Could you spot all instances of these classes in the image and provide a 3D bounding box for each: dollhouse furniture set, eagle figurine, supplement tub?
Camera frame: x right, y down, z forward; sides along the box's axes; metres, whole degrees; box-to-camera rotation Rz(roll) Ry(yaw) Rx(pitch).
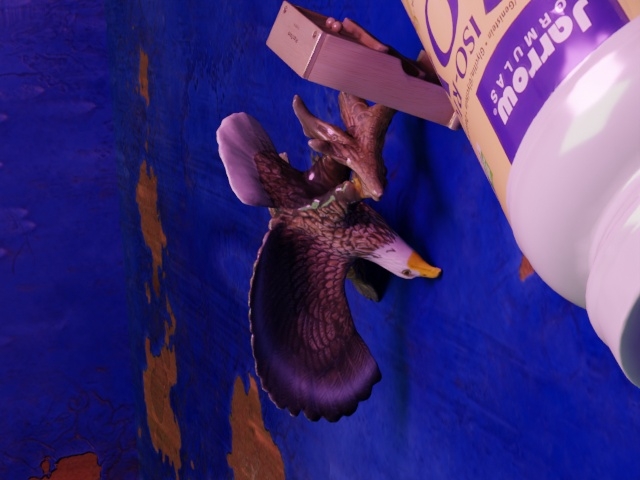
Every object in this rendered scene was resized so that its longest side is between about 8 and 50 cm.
[{"bbox_3d":[0.083,-0.242,1.240,0.242,0.161,0.212,-66,29,16],"label":"dollhouse furniture set"},{"bbox_3d":[0.008,0.007,1.400,0.225,0.226,0.298,50,142,24],"label":"eagle figurine"},{"bbox_3d":[0.184,-0.108,0.760,0.241,0.241,0.331,106,151,-48],"label":"supplement tub"}]
